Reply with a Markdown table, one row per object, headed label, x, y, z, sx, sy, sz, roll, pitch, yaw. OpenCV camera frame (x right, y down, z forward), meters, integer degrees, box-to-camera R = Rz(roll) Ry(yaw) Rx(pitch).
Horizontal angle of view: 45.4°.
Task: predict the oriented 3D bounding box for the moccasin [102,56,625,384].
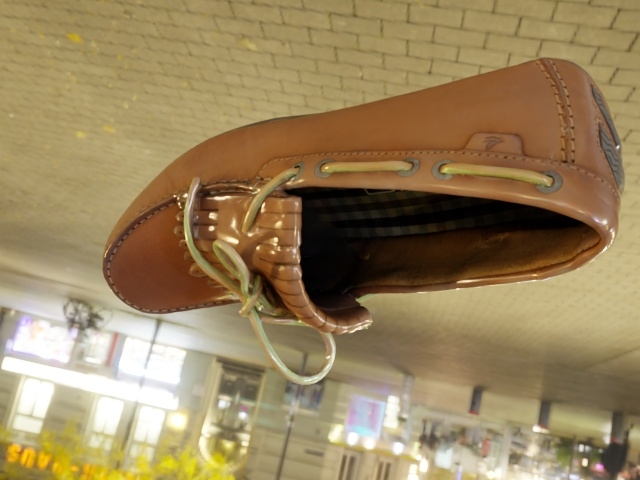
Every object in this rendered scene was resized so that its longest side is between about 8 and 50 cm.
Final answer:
| label | x | y | z | sx | sy | sz | roll | pitch | yaw |
| --- | --- | --- | --- | --- | --- | --- | --- | --- | --- |
| moccasin | 0.001 | 0.002 | 0.506 | 0.380 | 0.147 | 0.139 | -7 | 135 | 26 |
